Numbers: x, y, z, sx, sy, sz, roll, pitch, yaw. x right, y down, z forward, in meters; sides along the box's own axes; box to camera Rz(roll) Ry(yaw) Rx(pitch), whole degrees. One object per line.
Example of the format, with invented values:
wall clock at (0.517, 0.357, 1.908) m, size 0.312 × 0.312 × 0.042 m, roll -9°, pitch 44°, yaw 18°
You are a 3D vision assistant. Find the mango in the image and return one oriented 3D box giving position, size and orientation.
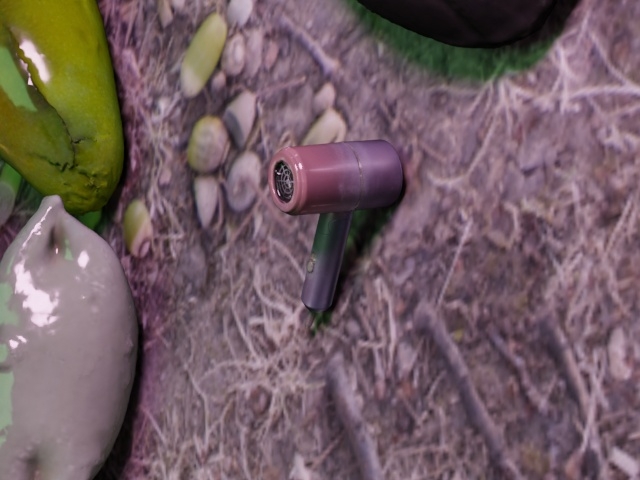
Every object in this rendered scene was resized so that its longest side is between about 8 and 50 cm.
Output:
mango at (-0.197, -0.119, 1.247) m, size 0.125 × 0.111 × 0.233 m, roll -49°, pitch 58°, yaw 54°

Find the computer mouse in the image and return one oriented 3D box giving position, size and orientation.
computer mouse at (0.048, -0.175, 0.956) m, size 0.217 × 0.073 × 0.122 m, roll 48°, pitch 121°, yaw 48°

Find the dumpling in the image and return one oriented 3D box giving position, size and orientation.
dumpling at (-0.184, 0.078, 1.182) m, size 0.149 × 0.105 × 0.216 m, roll 7°, pitch 92°, yaw 47°

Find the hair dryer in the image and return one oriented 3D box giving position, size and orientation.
hair dryer at (0.000, 0.000, 1.001) m, size 0.037 × 0.063 × 0.114 m, roll 48°, pitch 135°, yaw 45°
